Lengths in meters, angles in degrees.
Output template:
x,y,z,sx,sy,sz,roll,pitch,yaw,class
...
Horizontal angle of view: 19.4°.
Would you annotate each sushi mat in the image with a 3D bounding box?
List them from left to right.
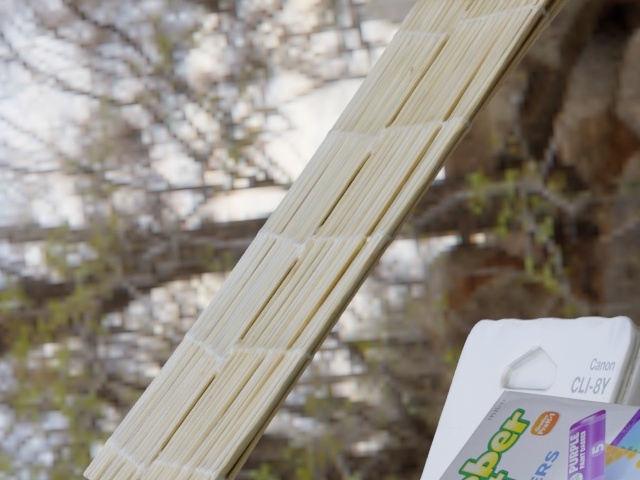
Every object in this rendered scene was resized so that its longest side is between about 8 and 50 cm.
x,y,z,sx,sy,sz,roll,pitch,yaw,class
0.000,0.000,0.907,0.019,0.151,0.316,40,-103,-22,sushi mat

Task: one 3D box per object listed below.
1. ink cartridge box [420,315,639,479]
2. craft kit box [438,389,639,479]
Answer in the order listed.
x,y,z,sx,sy,sz,roll,pitch,yaw,class
0.287,0.199,1.260,0.160,0.384,0.279,-68,15,-11,ink cartridge box
0.088,0.172,0.700,0.061,0.246,0.250,47,-112,-20,craft kit box
